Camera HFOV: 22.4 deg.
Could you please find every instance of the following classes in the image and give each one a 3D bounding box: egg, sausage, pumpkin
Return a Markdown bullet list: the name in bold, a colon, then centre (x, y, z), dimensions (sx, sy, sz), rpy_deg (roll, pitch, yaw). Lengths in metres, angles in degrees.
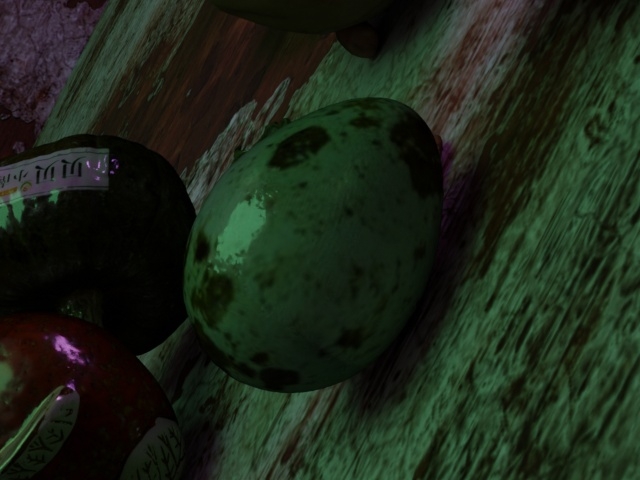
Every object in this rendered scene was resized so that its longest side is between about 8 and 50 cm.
- **egg**: centre (0.000, 0.000, 1.150), dimensions (0.231, 0.169, 0.169), rpy_deg (-55, 17, -6)
- **sausage**: centre (0.035, -0.196, 1.551), dimensions (0.034, 0.034, 0.083), rpy_deg (-60, 19, 9)
- **pumpkin**: centre (-0.229, 0.027, 1.538), dimensions (0.260, 0.260, 0.189), rpy_deg (-46, 39, 42)

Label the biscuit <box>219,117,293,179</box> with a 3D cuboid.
- **biscuit**: centre (-0.063, -0.033, 1.583), dimensions (0.187, 0.036, 0.273), rpy_deg (-62, 18, 7)

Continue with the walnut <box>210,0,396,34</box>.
- **walnut**: centre (-0.005, -0.376, 1.486), dimensions (0.383, 0.383, 0.384), rpy_deg (-53, 20, 29)

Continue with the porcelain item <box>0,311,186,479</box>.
- **porcelain item**: centre (-0.248, 0.198, 1.421), dimensions (0.253, 0.253, 0.253), rpy_deg (-53, 20, 29)

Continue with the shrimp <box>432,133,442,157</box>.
- **shrimp**: centre (0.039, -0.010, 1.273), dimensions (0.184, 0.043, 0.091), rpy_deg (-51, 13, 16)
